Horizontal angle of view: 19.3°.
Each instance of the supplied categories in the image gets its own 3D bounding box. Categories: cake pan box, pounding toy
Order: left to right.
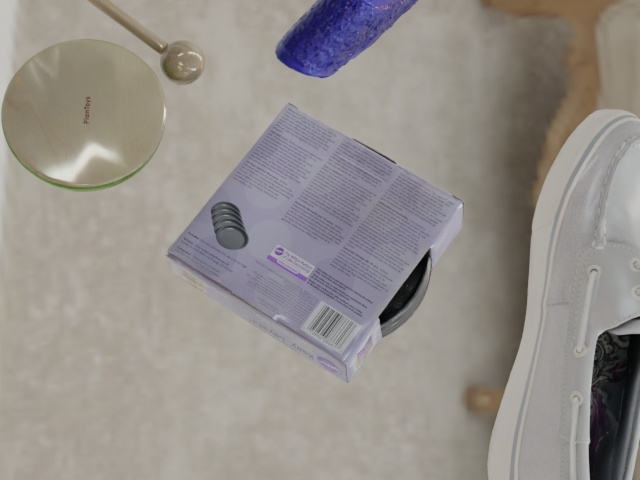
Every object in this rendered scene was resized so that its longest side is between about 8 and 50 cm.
[{"bbox_3d":[-0.253,-0.145,2.139,0.237,0.183,0.110,-59,173,-21],"label":"pounding toy"},{"bbox_3d":[0.000,0.000,2.156,0.246,0.267,0.070,-54,162,-19],"label":"cake pan box"}]

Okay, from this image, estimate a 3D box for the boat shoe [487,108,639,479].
[{"bbox_3d":[0.122,0.034,0.803,0.066,0.063,0.184,27,76,-41],"label":"boat shoe"}]

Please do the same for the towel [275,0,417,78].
[{"bbox_3d":[0.101,-0.288,1.857,0.076,0.308,0.228,44,26,-3],"label":"towel"}]
